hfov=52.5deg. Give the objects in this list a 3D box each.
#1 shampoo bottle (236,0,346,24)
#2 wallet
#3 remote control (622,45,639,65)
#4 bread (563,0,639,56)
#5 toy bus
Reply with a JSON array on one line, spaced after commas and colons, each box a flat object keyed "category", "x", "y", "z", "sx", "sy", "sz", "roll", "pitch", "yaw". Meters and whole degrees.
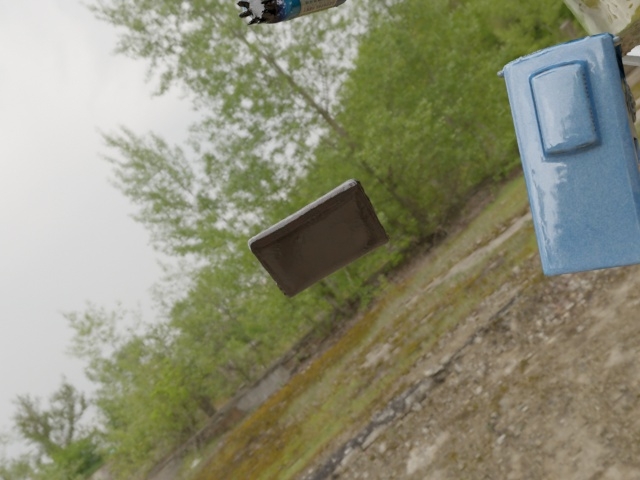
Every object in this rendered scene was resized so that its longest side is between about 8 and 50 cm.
[{"category": "shampoo bottle", "x": -0.041, "y": -0.337, "z": 0.908, "sx": 0.183, "sy": 0.087, "sz": 0.050, "roll": -35, "pitch": -46, "yaw": -46}, {"category": "wallet", "x": 0.000, "y": 0.000, "z": 1.175, "sx": 0.229, "sy": 0.049, "sz": 0.182, "roll": -31, "pitch": -44, "yaw": 4}, {"category": "remote control", "x": 0.691, "y": -0.384, "z": 1.284, "sx": 0.103, "sy": 0.034, "sz": 0.250, "roll": -48, "pitch": 41, "yaw": -14}, {"category": "bread", "x": 0.421, "y": -0.451, "z": 0.953, "sx": 0.210, "sy": 0.341, "sz": 0.300, "roll": -37, "pitch": -12, "yaw": 26}, {"category": "toy bus", "x": 0.265, "y": -0.088, "z": 0.657, "sx": 0.116, "sy": 0.234, "sz": 0.133, "roll": -11, "pitch": 0, "yaw": 31}]
